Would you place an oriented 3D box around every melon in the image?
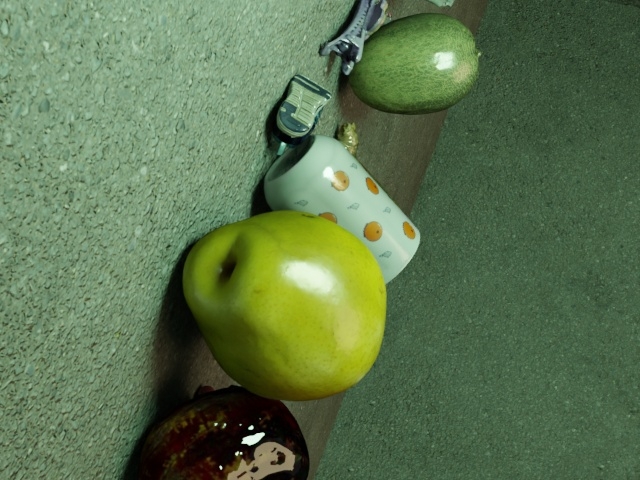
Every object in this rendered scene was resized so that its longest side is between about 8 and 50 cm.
[{"bbox_3d":[0.230,-0.432,1.808,0.248,0.329,0.249,-4,90,-77],"label":"melon"}]

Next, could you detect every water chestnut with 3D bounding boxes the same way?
[{"bbox_3d":[-0.197,0.428,1.431,0.350,0.302,0.350,-21,132,-25],"label":"water chestnut"}]

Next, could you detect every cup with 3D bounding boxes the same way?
[{"bbox_3d":[0.038,-0.064,1.572,0.317,0.212,0.212,48,48,-21],"label":"cup"}]

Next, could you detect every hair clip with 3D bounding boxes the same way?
[{"bbox_3d":[0.086,-0.492,1.730,0.137,0.090,0.278,-35,-161,53],"label":"hair clip"}]

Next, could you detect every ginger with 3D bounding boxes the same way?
[{"bbox_3d":[0.067,-0.176,2.026,0.166,0.080,0.333,-47,151,-31],"label":"ginger"}]

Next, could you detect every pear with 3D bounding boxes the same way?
[{"bbox_3d":[-0.055,0.119,1.369,0.418,0.362,0.362,39,67,-46],"label":"pear"}]

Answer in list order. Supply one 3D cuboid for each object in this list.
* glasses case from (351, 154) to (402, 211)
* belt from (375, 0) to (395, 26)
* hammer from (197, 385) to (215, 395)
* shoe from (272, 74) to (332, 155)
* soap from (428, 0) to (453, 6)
[{"bbox_3d":[0.096,-0.105,1.956,0.156,0.098,0.425,-33,151,12],"label":"glasses case"},{"bbox_3d":[0.144,-0.515,1.936,0.053,0.071,0.232,-17,124,-64],"label":"belt"},{"bbox_3d":[-0.243,0.348,1.585,0.083,0.043,0.043,91,22,-44],"label":"hammer"},{"bbox_3d":[-0.046,-0.268,1.538,0.106,0.091,0.207,-56,-173,49],"label":"shoe"},{"bbox_3d":[0.310,-0.863,1.862,0.350,0.212,0.435,87,25,-47],"label":"soap"}]
